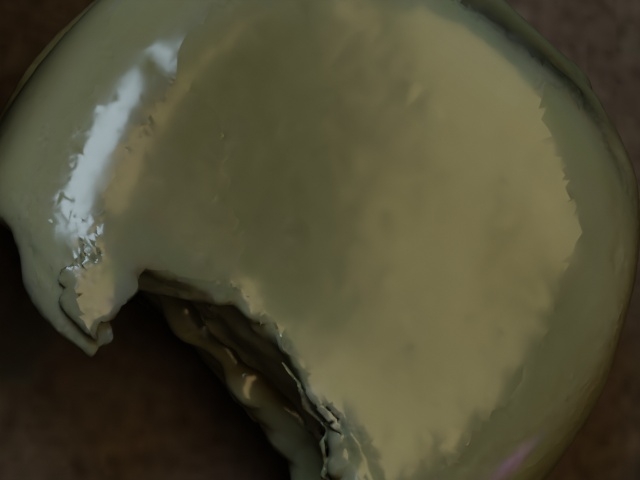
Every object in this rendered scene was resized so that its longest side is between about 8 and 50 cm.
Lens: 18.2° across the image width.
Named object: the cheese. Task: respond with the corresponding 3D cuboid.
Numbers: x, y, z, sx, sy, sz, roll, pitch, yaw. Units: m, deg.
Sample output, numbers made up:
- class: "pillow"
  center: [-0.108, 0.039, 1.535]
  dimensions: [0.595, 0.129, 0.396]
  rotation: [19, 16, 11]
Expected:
- class: "cheese"
  center: [0.000, 0.000, 0.807]
  dimensions: [0.266, 0.127, 0.233]
  rotation: [43, 65, -7]
